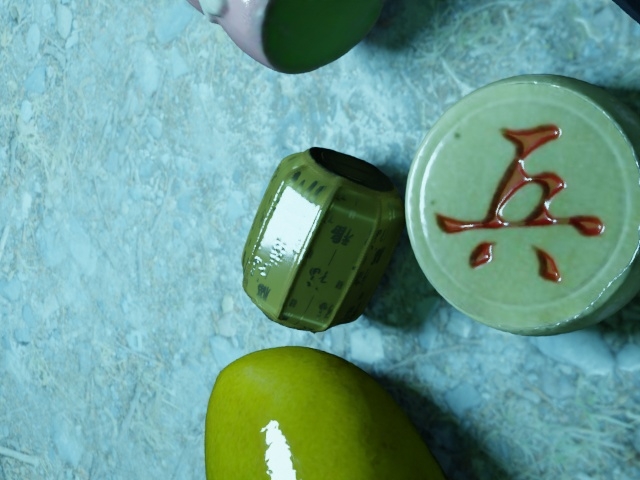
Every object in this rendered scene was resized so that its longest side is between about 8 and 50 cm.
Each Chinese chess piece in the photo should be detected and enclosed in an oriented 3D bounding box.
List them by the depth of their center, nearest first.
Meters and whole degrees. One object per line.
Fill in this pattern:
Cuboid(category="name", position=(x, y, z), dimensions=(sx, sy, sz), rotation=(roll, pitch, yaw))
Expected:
Cuboid(category="Chinese chess piece", position=(0.204, -0.033, 0.740), dimensions=(0.249, 0.103, 0.250), rotation=(3, 95, 34))

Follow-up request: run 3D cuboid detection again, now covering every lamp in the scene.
Cuboid(category="lamp", position=(0.000, 0.000, 0.862), dimensions=(0.161, 0.161, 0.185), rotation=(38, 115, 28))

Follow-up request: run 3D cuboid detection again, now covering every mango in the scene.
Cuboid(category="mango", position=(0.008, 0.315, 0.841), dimensions=(0.300, 0.232, 0.446), rotation=(-47, 56, 33))

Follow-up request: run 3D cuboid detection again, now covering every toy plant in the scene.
Cuboid(category="toy plant", position=(-0.081, -0.368, 0.837), dimensions=(0.356, 0.210, 0.317), rotation=(60, 165, 29))

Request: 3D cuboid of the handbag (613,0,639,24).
Cuboid(category="handbag", position=(0.368, -0.258, 0.531), dimensions=(0.269, 0.118, 0.326), rotation=(35, 119, -15))
